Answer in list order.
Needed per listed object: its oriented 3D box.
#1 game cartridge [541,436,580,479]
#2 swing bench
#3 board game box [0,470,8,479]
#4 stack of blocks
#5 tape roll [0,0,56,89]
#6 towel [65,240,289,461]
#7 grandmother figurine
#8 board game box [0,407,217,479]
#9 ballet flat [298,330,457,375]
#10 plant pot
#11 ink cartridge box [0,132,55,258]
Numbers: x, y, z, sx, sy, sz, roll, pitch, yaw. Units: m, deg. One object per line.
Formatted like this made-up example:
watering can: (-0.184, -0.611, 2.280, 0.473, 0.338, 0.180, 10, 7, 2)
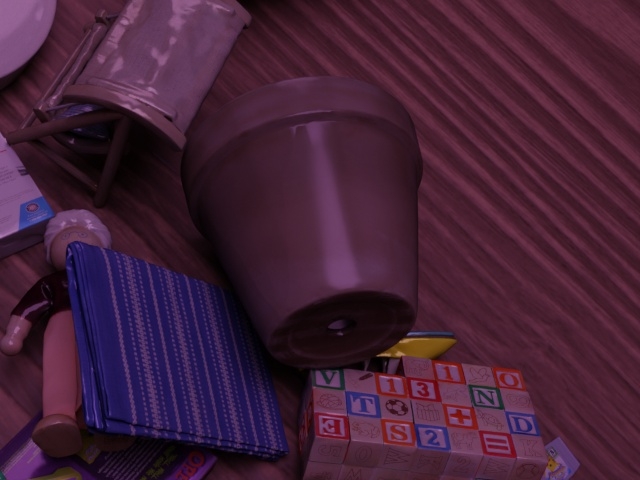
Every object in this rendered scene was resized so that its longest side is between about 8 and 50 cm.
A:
game cartridge: (0.317, 0.313, 1.461, 0.083, 0.017, 0.056, -27, 74, -28)
swing bench: (-0.259, -0.221, 1.452, 0.165, 0.255, 0.253, 38, 53, -21)
board game box: (-0.298, 0.350, 1.146, 0.039, 0.124, 0.259, -32, 73, -28)
stack of blocks: (0.124, 0.238, 1.373, 0.297, 0.087, 0.171, 8, 34, -10)
tape roll: (-0.573, -0.379, 1.515, 0.392, 0.072, 0.391, 15, 62, -30)
towel: (-0.173, 0.144, 1.300, 0.336, 0.040, 0.243, 25, 43, -51)
grandmother figurine: (-0.292, 0.098, 1.326, 0.208, 0.104, 0.342, 2, 47, -22)
board game box: (-0.310, 0.327, 1.257, 0.208, 0.056, 0.347, 36, 57, 12)
ballet flat: (0.073, 0.158, 1.459, 0.231, 0.077, 0.077, 5, 80, -10)
plant pot: (0.000, 0.000, 1.360, 0.323, 0.323, 0.280, -3, 55, -18)
ink cartridge box: (-0.451, -0.068, 1.443, 0.104, 0.060, 0.180, -26, 70, -27)
